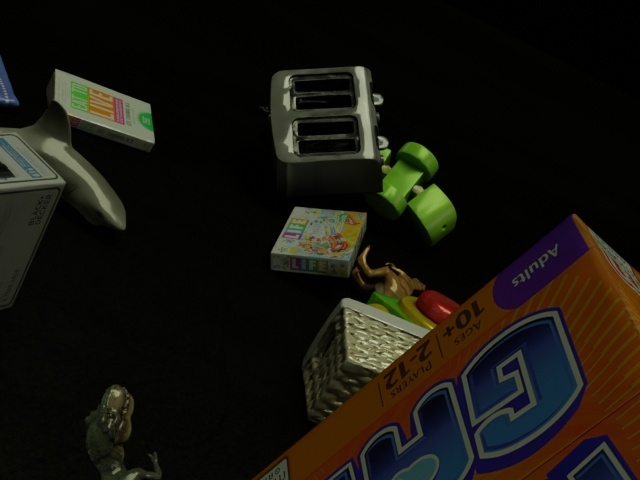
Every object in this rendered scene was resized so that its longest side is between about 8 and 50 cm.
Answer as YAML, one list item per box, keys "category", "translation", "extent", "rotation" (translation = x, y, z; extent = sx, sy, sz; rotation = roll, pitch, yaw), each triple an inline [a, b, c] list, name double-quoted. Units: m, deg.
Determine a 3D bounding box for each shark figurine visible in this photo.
- category: "shark figurine"
  translation: [-0.352, -0.116, 1.248]
  extent: [0.278, 0.116, 0.166]
  rotation: [18, 28, -27]

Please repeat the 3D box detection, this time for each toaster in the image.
- category: "toaster"
  translation: [0.002, -0.157, 1.573]
  extent: [0.186, 0.110, 0.168]
  rotation: [-3, 62, -2]

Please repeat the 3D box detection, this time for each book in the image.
- category: "book"
  translation: [-0.303, -0.175, 1.489]
  extent: [0.144, 0.035, 0.096]
  rotation: [17, 33, -27]

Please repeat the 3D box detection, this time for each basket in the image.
- category: "basket"
  translation: [0.074, 0.158, 1.197]
  extent: [0.167, 0.113, 0.103]
  rotation: [22, 30, -15]

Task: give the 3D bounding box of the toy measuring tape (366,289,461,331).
- category: "toy measuring tape"
  translation: [0.174, 0.138, 1.346]
  extent: [0.330, 0.121, 0.121]
  rotation: [20, 27, -40]

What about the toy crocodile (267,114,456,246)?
- category: "toy crocodile"
  translation: [0.066, -0.116, 1.673]
  extent: [0.341, 0.105, 0.115]
  rotation: [33, 67, 14]

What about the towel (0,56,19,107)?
- category: "towel"
  translation: [-0.569, -0.274, 1.380]
  extent: [0.336, 0.040, 0.243]
  rotation: [10, 34, -35]

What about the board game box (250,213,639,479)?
- category: "board game box"
  translation: [0.196, 0.281, 0.742]
  extent: [0.356, 0.356, 0.356]
  rotation: [37, 22, -27]

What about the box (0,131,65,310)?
- category: "box"
  translation: [-0.387, -0.002, 0.951]
  extent: [0.087, 0.169, 0.290]
  rotation: [43, 30, 23]

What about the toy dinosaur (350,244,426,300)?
- category: "toy dinosaur"
  translation: [0.088, 0.066, 1.424]
  extent: [0.112, 0.064, 0.211]
  rotation: [37, 28, 11]

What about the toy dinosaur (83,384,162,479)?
- category: "toy dinosaur"
  translation: [-0.126, 0.252, 0.879]
  extent: [0.118, 0.064, 0.268]
  rotation: [26, 36, -63]

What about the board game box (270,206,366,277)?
- category: "board game box"
  translation: [0.000, 0.000, 1.443]
  extent: [0.104, 0.026, 0.154]
  rotation: [5, 26, 9]
